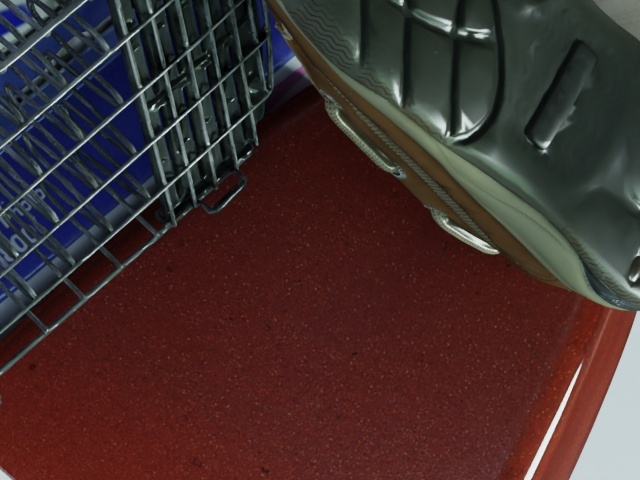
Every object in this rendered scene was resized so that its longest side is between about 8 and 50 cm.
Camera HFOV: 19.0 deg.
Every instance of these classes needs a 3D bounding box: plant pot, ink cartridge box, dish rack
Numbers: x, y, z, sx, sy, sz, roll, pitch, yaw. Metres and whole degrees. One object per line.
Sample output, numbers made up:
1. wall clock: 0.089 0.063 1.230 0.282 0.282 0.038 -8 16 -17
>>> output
1. plant pot: 0.017 0.070 0.987 0.236 0.267 0.267 -54 167 8
2. ink cartridge box: -0.085 -0.044 0.988 0.324 0.071 0.330 -41 171 -2
3. dish rack: -0.132 -0.027 0.781 0.271 0.074 0.208 -42 157 -19

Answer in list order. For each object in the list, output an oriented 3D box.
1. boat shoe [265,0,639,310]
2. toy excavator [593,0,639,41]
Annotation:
1. boat shoe: 0.038 -0.082 0.770 0.120 0.324 0.122 8 -123 51
2. toy excavator: 0.197 -0.177 1.070 0.433 0.222 0.445 -56 180 -20
